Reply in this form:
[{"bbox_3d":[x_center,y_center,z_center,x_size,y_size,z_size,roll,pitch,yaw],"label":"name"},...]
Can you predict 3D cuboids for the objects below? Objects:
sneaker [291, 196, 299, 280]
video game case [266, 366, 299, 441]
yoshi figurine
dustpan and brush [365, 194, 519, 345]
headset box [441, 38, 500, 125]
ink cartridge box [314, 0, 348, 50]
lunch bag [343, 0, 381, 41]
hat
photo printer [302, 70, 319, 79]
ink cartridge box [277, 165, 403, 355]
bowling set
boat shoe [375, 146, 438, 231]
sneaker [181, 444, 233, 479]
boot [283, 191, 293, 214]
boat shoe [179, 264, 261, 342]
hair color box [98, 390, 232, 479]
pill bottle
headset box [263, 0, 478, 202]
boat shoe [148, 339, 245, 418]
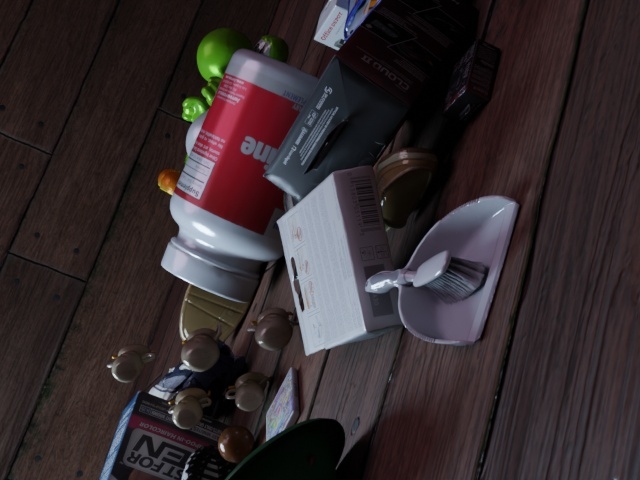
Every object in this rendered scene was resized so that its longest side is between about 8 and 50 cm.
[{"bbox_3d":[0.000,0.000,1.501,0.229,0.086,0.132,63,-144,-73],"label":"sneaker"},{"bbox_3d":[-0.052,0.237,1.499,0.087,0.011,0.122,-63,13,19],"label":"video game case"},{"bbox_3d":[-0.206,-0.251,2.086,0.362,0.203,0.203,-60,-27,1],"label":"yoshi figurine"},{"bbox_3d":[0.102,0.036,1.065,0.211,0.060,0.147,146,145,-69],"label":"dustpan and brush"},{"bbox_3d":[0.168,-0.175,1.240,0.062,0.032,0.083,131,157,-59],"label":"headset box"},{"bbox_3d":[0.070,-0.332,1.720,0.099,0.135,0.056,131,158,-58],"label":"ink cartridge box"},{"bbox_3d":[0.146,-0.396,1.514,0.303,0.115,0.243,-52,17,35],"label":"lunch bag"},{"bbox_3d":[-0.003,0.307,1.081,0.208,0.183,0.173,-36,-35,-17],"label":"hat"},{"bbox_3d":[-0.093,-0.210,2.288,0.307,0.107,0.256,154,137,-72],"label":"photo printer"},{"bbox_3d":[0.019,0.031,1.275,0.224,0.056,0.181,142,118,-69],"label":"ink cartridge box"},{"bbox_3d":[-0.161,0.222,1.634,0.154,0.287,0.200,-117,17,-83],"label":"bowling set"},{"bbox_3d":[0.092,-0.048,1.299,0.190,0.068,0.072,123,152,-68],"label":"boat shoe"},{"bbox_3d":[-0.184,0.402,1.610,0.106,0.078,0.234,-58,17,29],"label":"sneaker"},{"bbox_3d":[0.026,-0.135,1.704,0.161,0.083,0.247,-32,37,60],"label":"boot"},{"bbox_3d":[-0.170,0.056,2.148,0.110,0.121,0.341,51,-116,-89],"label":"boat shoe"},{"bbox_3d":[-0.265,0.426,1.695,0.105,0.173,0.347,-49,22,52],"label":"hair color box"},{"bbox_3d":[-0.124,-0.110,1.943,0.229,0.229,0.408,-137,70,-78],"label":"pill bottle"},{"bbox_3d":[0.059,-0.177,1.365,0.218,0.110,0.293,-56,0,44],"label":"headset box"},{"bbox_3d":[-0.215,0.259,1.988,0.158,0.127,0.340,-54,9,-13],"label":"boat shoe"}]
